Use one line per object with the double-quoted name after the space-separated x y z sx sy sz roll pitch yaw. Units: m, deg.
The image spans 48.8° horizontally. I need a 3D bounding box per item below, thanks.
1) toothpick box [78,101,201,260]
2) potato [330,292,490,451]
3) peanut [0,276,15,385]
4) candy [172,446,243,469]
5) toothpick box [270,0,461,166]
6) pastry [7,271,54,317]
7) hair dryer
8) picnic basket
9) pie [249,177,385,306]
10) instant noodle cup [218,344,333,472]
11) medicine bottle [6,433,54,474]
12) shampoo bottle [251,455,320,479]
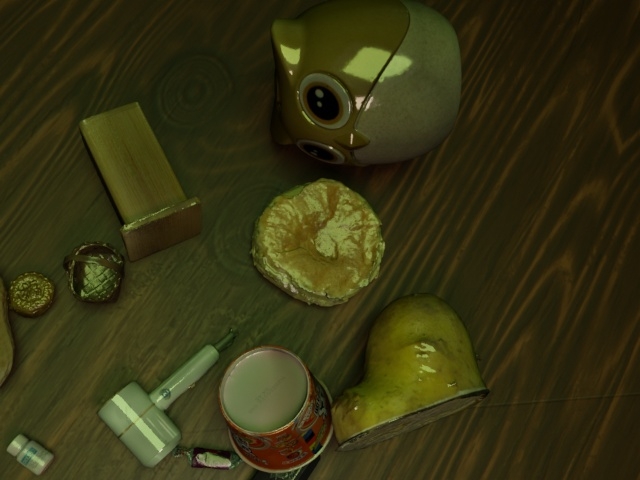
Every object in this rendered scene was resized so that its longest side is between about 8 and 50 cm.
-0.426 -0.144 1.648 0.188 0.190 0.308 -25 76 -16 "toothpick box"
0.171 0.286 1.620 0.398 0.290 0.295 -15 66 -14 "potato"
-0.730 0.181 1.515 0.130 0.130 0.290 -10 88 -14 "peanut"
-0.244 0.488 1.577 0.175 0.045 0.043 10 87 -8 "candy"
0.093 -0.373 1.691 0.426 0.409 0.408 -2 75 -6 "toothpick box"
-0.652 0.123 1.589 0.109 0.057 0.097 -24 76 -19 "pastry"
-0.306 0.325 1.590 0.173 0.107 0.357 48 65 1 "hair dryer"
-0.501 0.068 1.567 0.128 0.178 0.137 6 74 -10 "picnic basket"
0.000 0.000 1.741 0.340 0.083 0.339 3 72 -9 "pie"
-0.103 0.351 1.523 0.251 0.192 0.250 -4 57 7 "instant noodle cup"
-0.618 0.455 1.505 0.089 0.052 0.052 36 71 0 "medicine bottle"
-0.084 0.523 1.575 0.098 0.071 0.309 22 66 35 "shampoo bottle"
